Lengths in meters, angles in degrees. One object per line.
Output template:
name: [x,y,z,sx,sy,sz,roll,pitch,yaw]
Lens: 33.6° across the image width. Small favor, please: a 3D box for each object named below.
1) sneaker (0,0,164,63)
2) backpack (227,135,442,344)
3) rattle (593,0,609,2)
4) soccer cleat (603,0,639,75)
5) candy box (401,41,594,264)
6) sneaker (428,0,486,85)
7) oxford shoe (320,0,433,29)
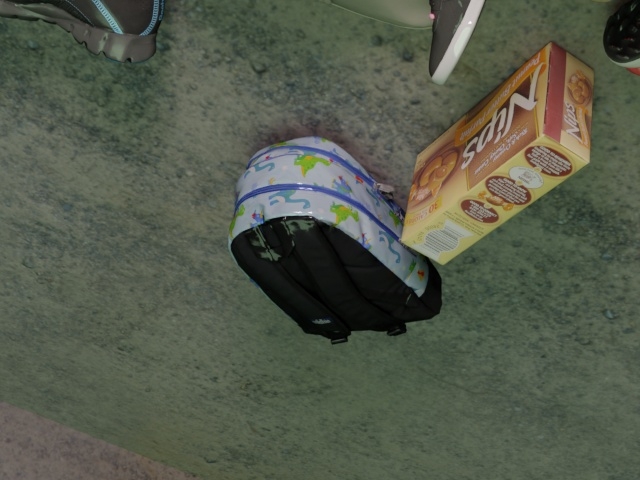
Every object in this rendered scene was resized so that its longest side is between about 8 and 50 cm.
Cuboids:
sneaker: [-0.377,-0.369,1.480,0.341,0.125,0.139,19,115,-2]
backpack: [0.000,0.000,1.721,0.290,0.273,0.355,-11,158,32]
rattle: [0.281,-0.357,1.243,0.143,0.130,0.200,28,-165,38]
soccer cleat: [0.507,-0.296,1.296,0.116,0.108,0.318,17,146,-42]
candy box: [0.249,-0.117,1.519,0.088,0.183,0.316,29,140,-20]
sneaker: [0.142,-0.343,1.289,0.147,0.104,0.295,18,117,4]
oxford shoe: [-0.017,-0.363,1.317,0.449,0.130,0.169,23,139,-27]
